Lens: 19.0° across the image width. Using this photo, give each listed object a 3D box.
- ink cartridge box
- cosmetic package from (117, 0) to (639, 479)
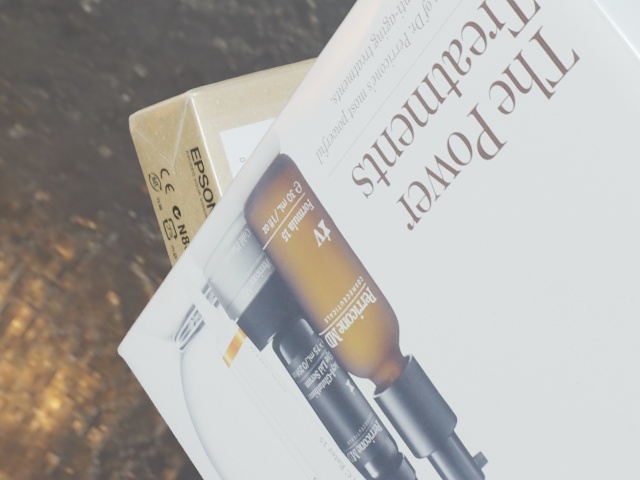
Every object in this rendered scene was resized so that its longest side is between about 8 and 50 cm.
[{"bbox_3d":[0.000,0.000,1.278,0.088,0.193,0.235,-16,91,54],"label":"ink cartridge box"},{"bbox_3d":[0.082,0.052,0.823,0.284,0.097,0.377,53,138,14],"label":"cosmetic package"}]
